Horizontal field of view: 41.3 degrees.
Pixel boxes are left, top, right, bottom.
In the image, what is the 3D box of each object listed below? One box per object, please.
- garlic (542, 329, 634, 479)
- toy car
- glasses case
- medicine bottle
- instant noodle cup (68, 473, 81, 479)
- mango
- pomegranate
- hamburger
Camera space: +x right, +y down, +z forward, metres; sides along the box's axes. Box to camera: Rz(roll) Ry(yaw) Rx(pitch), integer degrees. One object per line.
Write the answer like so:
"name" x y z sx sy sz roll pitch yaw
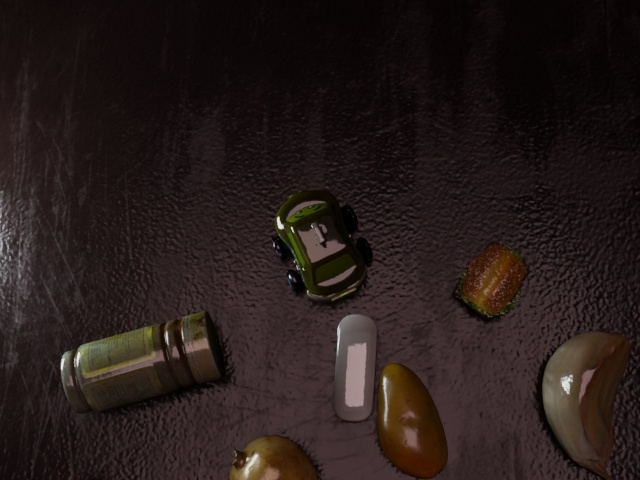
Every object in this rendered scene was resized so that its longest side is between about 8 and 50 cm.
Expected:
"garlic" 0.572 0.353 1.783 0.196 0.151 0.339 9 77 -8
"toy car" 0.000 0.000 1.869 0.204 0.198 0.248 -24 74 -3
"glasses case" 0.077 0.278 1.863 0.092 0.059 0.234 1 76 5
"medicine bottle" -0.383 0.267 1.842 0.322 0.151 0.151 -15 75 -1
"instant noodle cup" -0.465 0.608 1.738 0.174 0.213 0.213 19 77 -1
"mango" 0.183 0.383 1.802 0.138 0.113 0.253 -17 73 -2
"pomegranate" -0.109 0.492 1.756 0.196 0.196 0.196 -1 75 3
"hamburger" 0.387 0.086 1.884 0.137 0.087 0.166 37 80 11
